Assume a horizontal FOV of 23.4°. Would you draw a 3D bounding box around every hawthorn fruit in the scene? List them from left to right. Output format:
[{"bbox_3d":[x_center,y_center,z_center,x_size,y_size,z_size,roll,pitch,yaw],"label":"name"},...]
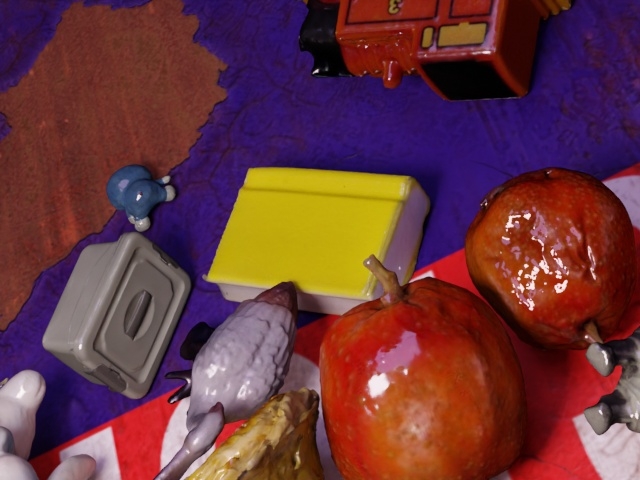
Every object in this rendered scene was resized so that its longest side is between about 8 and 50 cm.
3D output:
[{"bbox_3d":[0.088,0.127,1.460,0.205,0.253,0.205,-15,28,8],"label":"hawthorn fruit"},{"bbox_3d":[0.226,0.017,1.526,0.173,0.173,0.179,1,59,29],"label":"hawthorn fruit"}]

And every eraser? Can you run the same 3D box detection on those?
[{"bbox_3d":[0.000,0.000,1.716,0.226,0.069,0.158,6,61,31],"label":"eraser"}]

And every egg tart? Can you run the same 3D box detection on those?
[{"bbox_3d":[-0.083,0.265,1.473,0.116,0.295,0.295,43,84,6],"label":"egg tart"}]

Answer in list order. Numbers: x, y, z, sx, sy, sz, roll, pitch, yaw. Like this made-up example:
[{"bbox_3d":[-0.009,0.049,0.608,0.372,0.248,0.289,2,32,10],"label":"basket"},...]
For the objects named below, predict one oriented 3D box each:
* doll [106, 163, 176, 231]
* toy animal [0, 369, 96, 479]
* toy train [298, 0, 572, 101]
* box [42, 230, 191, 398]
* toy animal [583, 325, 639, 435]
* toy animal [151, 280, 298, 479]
[{"bbox_3d":[-0.223,-0.062,1.893,0.076,0.050,0.083,-46,48,-12],"label":"doll"},{"bbox_3d":[-0.381,0.276,1.631,0.249,0.174,0.289,-6,26,12],"label":"toy animal"},{"bbox_3d":[0.129,-0.278,1.782,0.369,0.163,0.231,-1,67,28],"label":"toy train"},{"bbox_3d":[-0.237,0.084,1.760,0.093,0.124,0.172,0,57,40],"label":"box"},{"bbox_3d":[0.400,0.160,1.345,0.343,0.168,0.106,14,111,32],"label":"toy animal"},{"bbox_3d":[-0.091,0.143,1.574,0.195,0.090,0.324,-49,11,12],"label":"toy animal"}]
